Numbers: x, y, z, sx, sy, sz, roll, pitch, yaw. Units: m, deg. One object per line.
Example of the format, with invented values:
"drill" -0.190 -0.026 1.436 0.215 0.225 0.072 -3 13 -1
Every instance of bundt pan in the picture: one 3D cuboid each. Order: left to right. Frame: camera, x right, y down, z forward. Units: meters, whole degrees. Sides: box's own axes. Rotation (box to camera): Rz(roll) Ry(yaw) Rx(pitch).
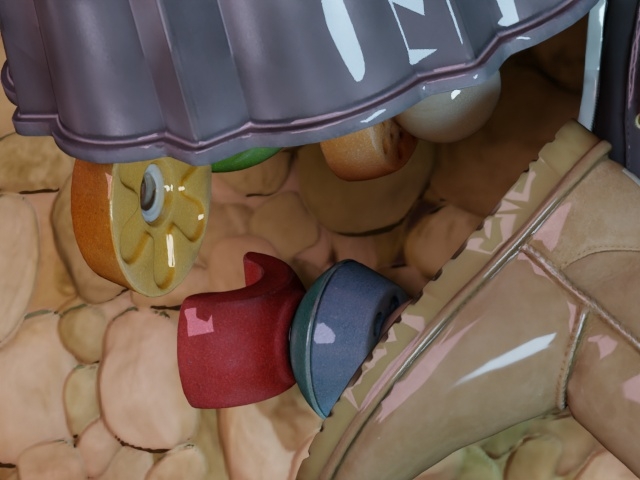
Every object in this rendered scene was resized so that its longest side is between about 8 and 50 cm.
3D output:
"bundt pan" -0.018 -0.172 0.946 0.331 0.124 0.331 -14 30 8

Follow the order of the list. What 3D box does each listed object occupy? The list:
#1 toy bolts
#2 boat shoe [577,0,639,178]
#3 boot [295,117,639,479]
"toy bolts" 0.000 0.000 1.001 0.158 0.218 0.228 5 117 24
"boat shoe" 0.171 -0.081 0.999 0.069 0.081 0.227 11 91 27
"boot" 0.154 0.106 0.912 0.269 0.089 0.236 40 97 10
